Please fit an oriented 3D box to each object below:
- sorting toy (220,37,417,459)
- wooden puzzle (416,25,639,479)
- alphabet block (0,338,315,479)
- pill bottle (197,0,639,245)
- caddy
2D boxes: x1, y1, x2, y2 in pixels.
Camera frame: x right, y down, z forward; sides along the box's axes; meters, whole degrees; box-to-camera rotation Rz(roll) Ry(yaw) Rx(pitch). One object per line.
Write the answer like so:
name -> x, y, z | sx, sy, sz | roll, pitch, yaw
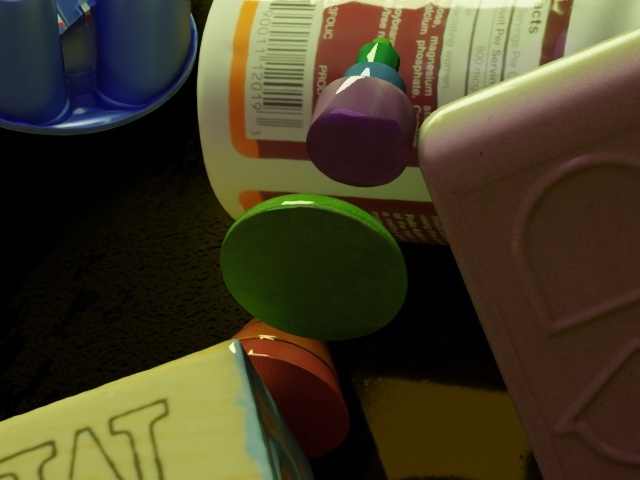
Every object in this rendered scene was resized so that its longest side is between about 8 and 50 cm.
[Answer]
sorting toy -> 0.000, 0.000, 1.332 | 0.127, 0.366, 0.126 | 17, 46, -2
wooden puzzle -> 0.262, 0.014, 1.255 | 0.322, 0.348, 0.080 | -22, 21, 4
alphabet block -> -0.102, 0.216, 1.296 | 0.197, 0.192, 0.193 | -19, 51, 4
pill bottle -> 0.128, -0.104, 1.414 | 0.392, 0.224, 0.224 | 5, 58, 22
caddy -> -0.244, -0.234, 1.668 | 0.241, 0.179, 0.341 | -13, 49, -18
